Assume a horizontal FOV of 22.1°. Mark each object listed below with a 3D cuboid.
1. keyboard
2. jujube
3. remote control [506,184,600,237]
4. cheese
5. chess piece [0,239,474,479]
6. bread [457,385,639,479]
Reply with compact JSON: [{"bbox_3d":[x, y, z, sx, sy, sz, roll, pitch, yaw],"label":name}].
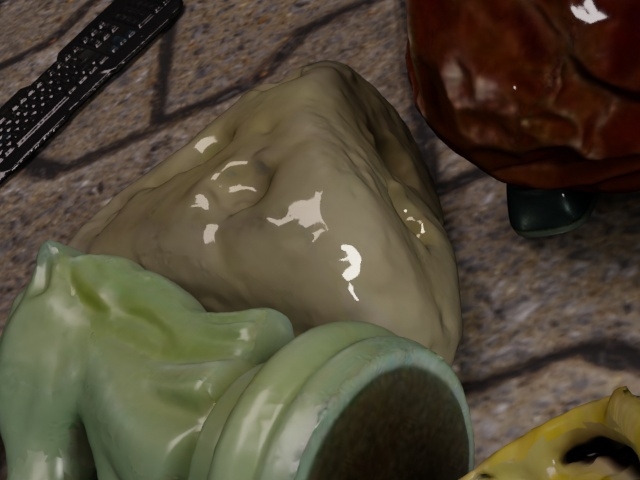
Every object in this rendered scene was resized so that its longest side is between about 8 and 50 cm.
[{"bbox_3d":[-0.241,-0.149,1.555,0.262,0.016,0.106,-46,35,-16],"label":"keyboard"},{"bbox_3d":[0.212,-0.119,0.944,0.342,0.216,0.216,6,48,20],"label":"jujube"},{"bbox_3d":[0.167,-0.089,1.103,0.072,0.042,0.222,-9,42,29],"label":"remote control"},{"bbox_3d":[0.000,-0.001,1.034,0.251,0.173,0.248,-43,33,-20],"label":"cheese"},{"bbox_3d":[-0.077,0.106,0.888,0.298,0.176,0.176,14,57,39],"label":"chess piece"},{"bbox_3d":[0.136,0.173,0.697,0.197,0.170,0.197,-34,31,24],"label":"bread"}]
